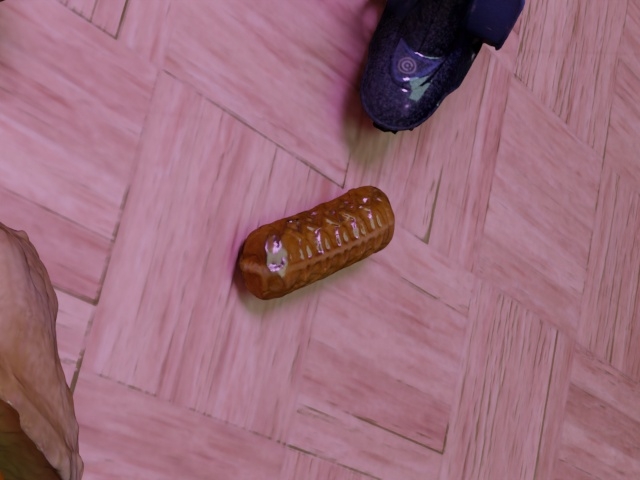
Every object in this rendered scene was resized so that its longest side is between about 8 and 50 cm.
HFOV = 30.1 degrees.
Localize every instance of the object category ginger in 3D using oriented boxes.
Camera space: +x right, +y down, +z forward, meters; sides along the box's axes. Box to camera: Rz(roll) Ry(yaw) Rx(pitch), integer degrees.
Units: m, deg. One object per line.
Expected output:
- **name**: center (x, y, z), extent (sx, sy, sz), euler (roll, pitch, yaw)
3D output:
- **ginger**: center (-0.166, 0.062, 0.609), extent (0.122, 0.115, 0.193), euler (-72, 151, -46)

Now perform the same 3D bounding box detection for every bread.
- **bread**: center (0.000, 0.000, 0.852), extent (0.157, 0.044, 0.052), euler (-24, 102, -49)

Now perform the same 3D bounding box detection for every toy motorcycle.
- **toy motorcycle**: center (0.121, -0.246, 0.897), extent (0.212, 0.125, 0.358), euler (108, 7, -69)

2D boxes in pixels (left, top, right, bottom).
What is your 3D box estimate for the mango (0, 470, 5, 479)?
- **mango**: center (-0.234, 0.116, 0.469), extent (0.191, 0.160, 0.290), euler (-54, 134, -13)
